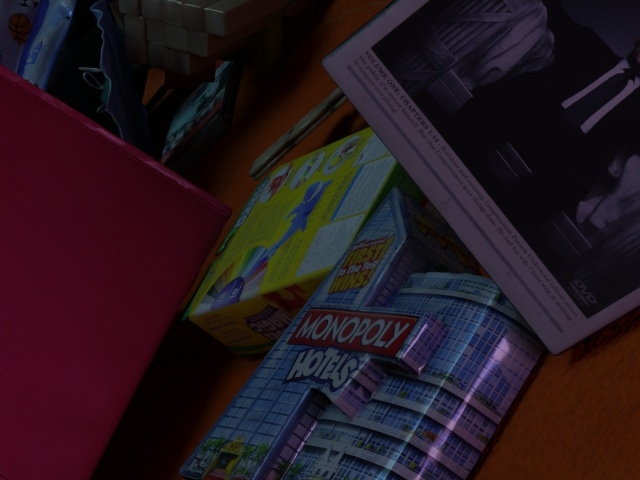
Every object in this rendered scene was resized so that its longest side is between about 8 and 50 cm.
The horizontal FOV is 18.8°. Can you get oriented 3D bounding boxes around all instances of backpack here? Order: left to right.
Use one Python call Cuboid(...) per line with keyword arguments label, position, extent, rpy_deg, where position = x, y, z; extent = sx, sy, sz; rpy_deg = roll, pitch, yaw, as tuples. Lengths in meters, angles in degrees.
Cuboid(label="backpack", position=(-0.278, -0.090, 1.771), extent=(0.263, 0.213, 0.276), rpy_deg=(-46, 20, 49))

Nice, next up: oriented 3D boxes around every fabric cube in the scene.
Cuboid(label="fabric cube", position=(-0.256, 0.060, 1.303), extent=(0.259, 0.254, 0.258), rpy_deg=(-45, 17, 57))

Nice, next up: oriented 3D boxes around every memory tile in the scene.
Cuboid(label="memory tile", position=(0.010, -0.096, 1.331), extent=(0.148, 0.012, 0.113), rpy_deg=(-41, 3, 11))

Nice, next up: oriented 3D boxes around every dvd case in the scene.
Cuboid(label="dvd case", position=(-0.104, -0.104, 1.667), extent=(0.087, 0.013, 0.119), rpy_deg=(-42, 23, 26))
Cuboid(label="dvd case", position=(0.135, -0.073, 0.835), extent=(0.238, 0.179, 0.029), rpy_deg=(-36, 4, 39))

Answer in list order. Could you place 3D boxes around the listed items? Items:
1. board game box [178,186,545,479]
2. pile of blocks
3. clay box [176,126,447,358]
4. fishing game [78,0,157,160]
Cuboid(label="board game box", position=(0.032, 0.063, 1.000), extent=(0.194, 0.060, 0.194), rpy_deg=(-58, 20, -15))
Cuboid(label="pile of blocks", position=(-0.061, -0.209, 1.659), extent=(0.362, 0.149, 0.113), rpy_deg=(-69, -19, -60))
Cuboid(label="clay box", position=(0.000, 0.000, 1.191), extent=(0.222, 0.053, 0.127), rpy_deg=(-21, 35, 60))
Cuboid(label="fishing game", position=(-0.163, -0.101, 1.560), extent=(0.041, 0.189, 0.264), rpy_deg=(-14, 49, 2))
